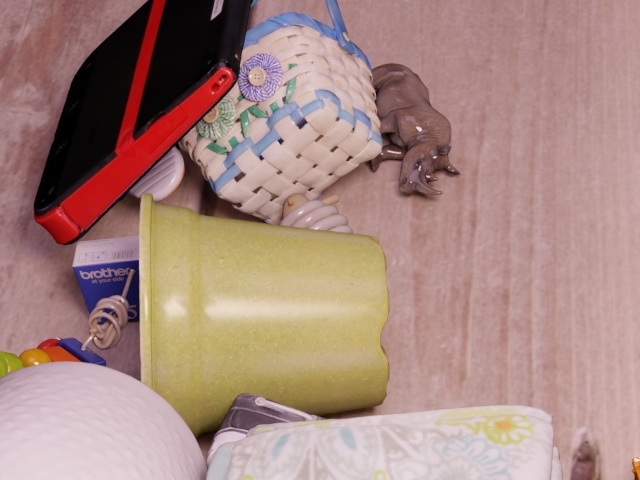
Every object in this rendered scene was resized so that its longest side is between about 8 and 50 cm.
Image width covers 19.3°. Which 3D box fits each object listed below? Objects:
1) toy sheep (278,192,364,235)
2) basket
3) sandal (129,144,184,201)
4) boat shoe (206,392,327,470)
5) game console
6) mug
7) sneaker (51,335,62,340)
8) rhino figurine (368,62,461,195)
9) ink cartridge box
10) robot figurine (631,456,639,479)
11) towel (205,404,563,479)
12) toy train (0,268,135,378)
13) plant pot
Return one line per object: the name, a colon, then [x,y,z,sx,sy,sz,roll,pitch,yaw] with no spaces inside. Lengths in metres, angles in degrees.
toy sheep: [0.000,0.000,2.165,0.091,0.091,0.132,-30,70,-18]
basket: [-0.061,-0.187,2.257,0.255,0.201,0.289,-39,47,19]
sandal: [-0.214,-0.094,2.324,0.102,0.076,0.265,-48,33,4]
boat shoe: [0.044,0.228,1.843,0.301,0.108,0.102,17,53,8]
game console: [-0.194,-0.191,2.227,0.342,0.060,0.386,-37,26,26]
mug: [-0.268,0.324,1.689,0.276,0.374,0.328,21,12,-1]
sneaker: [-0.270,0.174,2.070,0.071,0.068,0.170,-43,39,-9]
rhino figurine: [0.102,-0.133,2.293,0.106,0.073,0.243,-21,44,-5]
ink cartridge box: [-0.170,0.040,2.152,0.207,0.097,0.046,-6,42,9]
robot figurine: [0.391,0.302,1.731,0.211,0.085,0.291,-14,41,0]
towel: [0.033,0.294,1.592,0.320,0.090,0.374,-6,40,19]
toy train: [-0.291,0.133,1.956,0.105,0.248,0.143,30,13,37]
plant pot: [-0.059,0.087,1.977,0.254,0.276,0.276,0,42,-3]
